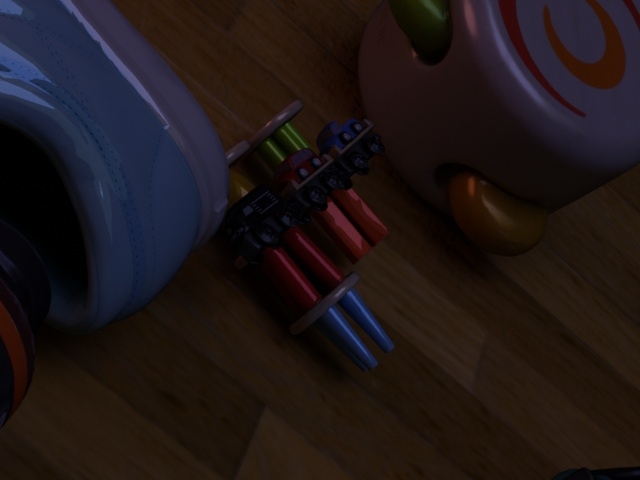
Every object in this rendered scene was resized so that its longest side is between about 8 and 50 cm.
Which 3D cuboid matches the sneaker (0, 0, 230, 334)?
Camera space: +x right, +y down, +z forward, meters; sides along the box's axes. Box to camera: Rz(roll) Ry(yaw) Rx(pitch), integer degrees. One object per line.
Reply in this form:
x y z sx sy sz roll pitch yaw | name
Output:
-0.197 -0.103 0.786 0.366 0.135 0.150 42 34 -9 | sneaker

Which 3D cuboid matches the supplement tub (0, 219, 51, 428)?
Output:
-0.188 0.064 0.676 0.106 0.106 0.198 44 37 -8 | supplement tub

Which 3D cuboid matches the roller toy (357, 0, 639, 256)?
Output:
0.129 -0.109 1.122 0.191 0.146 0.209 -30 88 -44 | roller toy

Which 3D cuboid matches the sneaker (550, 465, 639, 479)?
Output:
0.114 0.183 0.875 0.302 0.121 0.108 -21 75 -52 | sneaker

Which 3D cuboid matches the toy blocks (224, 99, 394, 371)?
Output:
0.000 0.000 0.969 0.148 0.054 0.123 50 37 -1 | toy blocks

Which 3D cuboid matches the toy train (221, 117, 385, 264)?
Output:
-0.009 -0.033 0.922 0.036 0.027 0.158 42 38 6 | toy train
